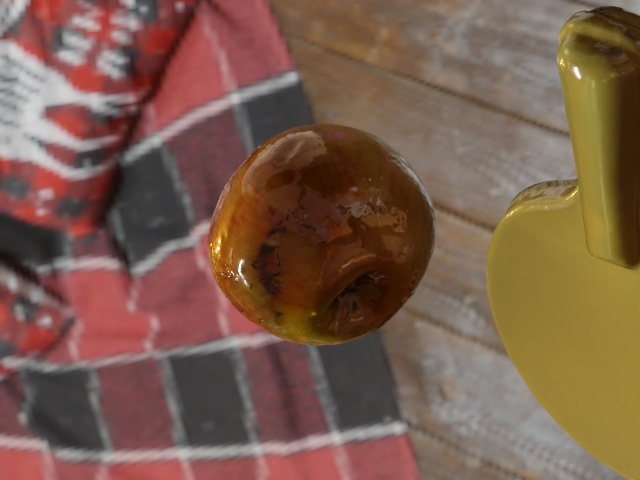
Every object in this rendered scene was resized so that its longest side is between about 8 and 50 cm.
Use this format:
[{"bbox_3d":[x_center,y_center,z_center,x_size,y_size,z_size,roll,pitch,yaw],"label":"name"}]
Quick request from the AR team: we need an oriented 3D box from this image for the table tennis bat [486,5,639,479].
[{"bbox_3d":[0.161,0.017,1.037,0.198,0.050,0.321,28,143,38],"label":"table tennis bat"}]

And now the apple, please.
[{"bbox_3d":[0.000,0.000,1.232,0.146,0.146,0.146,10,106,39],"label":"apple"}]
